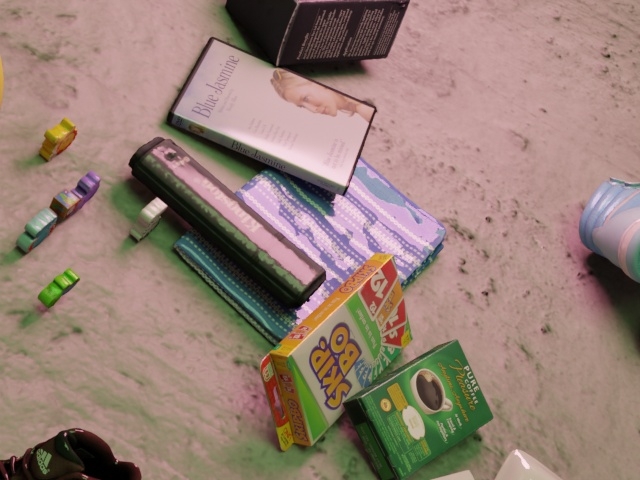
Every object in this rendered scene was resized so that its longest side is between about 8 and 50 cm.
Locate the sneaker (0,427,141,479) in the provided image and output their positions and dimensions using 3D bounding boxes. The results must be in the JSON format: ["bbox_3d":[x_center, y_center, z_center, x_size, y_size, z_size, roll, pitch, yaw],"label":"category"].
[{"bbox_3d":[-0.302,0.221,1.278,0.281,0.162,0.106,7,53,-28],"label":"sneaker"}]

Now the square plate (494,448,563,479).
[{"bbox_3d":[0.272,0.455,1.440,0.344,0.049,0.347,36,66,-5],"label":"square plate"}]

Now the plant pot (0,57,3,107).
[{"bbox_3d":[-0.483,-0.172,1.438,0.239,0.254,0.254,-7,59,-53],"label":"plant pot"}]

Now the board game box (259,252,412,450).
[{"bbox_3d":[0.022,0.130,1.588,0.259,0.039,0.124,-39,125,-42],"label":"board game box"}]

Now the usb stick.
[{"bbox_3d":[-0.112,-0.022,1.634,0.278,0.045,0.077,40,48,7],"label":"usb stick"}]

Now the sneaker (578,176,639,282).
[{"bbox_3d":[0.516,-0.044,1.946,0.319,0.127,0.208,-12,23,-24],"label":"sneaker"}]

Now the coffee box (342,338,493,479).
[{"bbox_3d":[0.120,0.203,1.615,0.184,0.040,0.113,-27,91,-41],"label":"coffee box"}]

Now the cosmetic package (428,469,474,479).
[{"bbox_3d":[0.060,0.316,1.471,0.239,0.099,0.060,-7,58,-35],"label":"cosmetic package"}]

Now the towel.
[{"bbox_3d":[0.000,0.000,1.723,0.243,0.040,0.336,42,46,5],"label":"towel"}]

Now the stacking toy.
[{"bbox_3d":[-0.304,-0.032,1.560,0.167,0.052,0.221,41,47,5],"label":"stacking toy"}]

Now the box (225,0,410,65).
[{"bbox_3d":[-0.005,-0.337,1.913,0.207,0.108,0.153,-9,46,-35],"label":"box"}]

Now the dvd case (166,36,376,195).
[{"bbox_3d":[-0.060,-0.169,1.803,0.253,0.022,0.180,23,45,-2],"label":"dvd case"}]
